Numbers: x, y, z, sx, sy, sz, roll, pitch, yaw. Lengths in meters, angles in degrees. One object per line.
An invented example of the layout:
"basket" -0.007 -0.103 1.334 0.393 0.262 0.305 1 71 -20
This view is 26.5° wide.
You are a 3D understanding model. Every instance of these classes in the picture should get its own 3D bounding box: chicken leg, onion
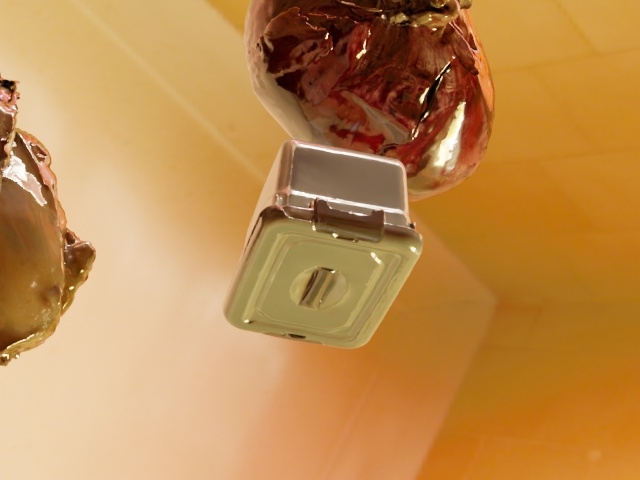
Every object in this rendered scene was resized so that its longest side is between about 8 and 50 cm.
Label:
"chicken leg" -0.173 -0.031 0.537 0.125 0.080 0.196 -26 -115 -25
"onion" 0.054 -0.160 1.263 0.221 0.281 0.281 -38 -69 -34

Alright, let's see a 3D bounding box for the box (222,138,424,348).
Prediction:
"box" 0.000 0.000 1.033 0.124 0.172 0.093 11 -125 -12
